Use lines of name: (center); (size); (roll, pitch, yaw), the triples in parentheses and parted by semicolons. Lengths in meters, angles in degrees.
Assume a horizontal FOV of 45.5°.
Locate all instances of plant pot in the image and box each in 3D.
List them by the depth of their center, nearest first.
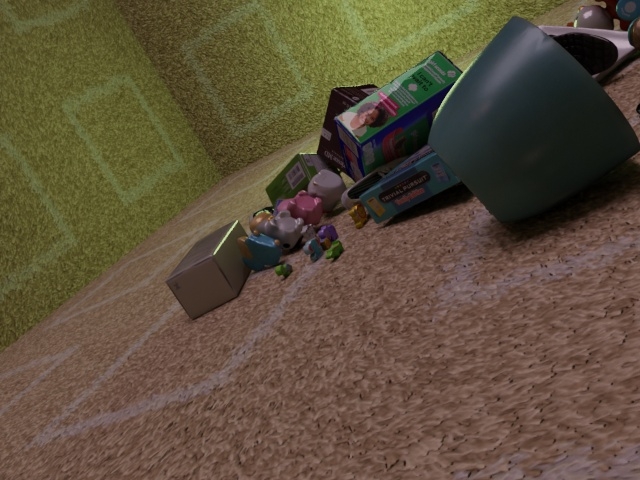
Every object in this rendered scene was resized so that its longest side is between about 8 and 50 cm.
plant pot: (0.318, -0.171, 1.232); (0.235, 0.293, 0.293); (-42, 11, 11)

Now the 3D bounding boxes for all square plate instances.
square plate: (0.592, -0.446, 1.933); (0.347, 0.049, 0.344); (-37, 37, -25)

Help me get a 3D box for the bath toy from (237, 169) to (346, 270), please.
bath toy: (-0.067, -0.058, 2.011); (0.151, 0.129, 0.348); (30, 51, 23)

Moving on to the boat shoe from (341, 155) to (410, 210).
boat shoe: (0.157, -0.138, 1.840); (0.226, 0.083, 0.076); (-33, -6, -8)

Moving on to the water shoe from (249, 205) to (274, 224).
water shoe: (-0.164, -0.071, 2.361); (0.080, 0.073, 0.203); (-25, 15, 15)

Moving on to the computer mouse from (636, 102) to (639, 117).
computer mouse: (0.666, -0.277, 1.355); (0.193, 0.042, 0.106); (-32, 12, -7)

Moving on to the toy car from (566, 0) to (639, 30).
toy car: (0.797, -0.657, 2.192); (0.238, 0.210, 0.219); (-37, -3, 31)

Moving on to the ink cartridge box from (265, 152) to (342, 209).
ink cartridge box: (-0.003, -0.170, 2.248); (0.255, 0.097, 0.189); (-7, -25, -42)

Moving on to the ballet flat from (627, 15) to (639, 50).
ballet flat: (0.879, -0.558, 1.833); (0.342, 0.116, 0.124); (-38, 35, -27)

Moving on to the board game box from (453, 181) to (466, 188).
board game box: (0.389, -0.159, 1.563); (0.136, 0.030, 0.260); (-33, 13, -22)

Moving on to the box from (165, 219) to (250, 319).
box: (-0.272, 0.068, 1.967); (0.148, 0.121, 0.311); (-27, 13, 15)

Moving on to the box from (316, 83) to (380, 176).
box: (0.120, -0.304, 2.110); (0.167, 0.203, 0.168); (-15, 42, -40)

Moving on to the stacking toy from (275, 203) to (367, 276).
stacking toy: (0.000, 0.000, 1.776); (0.167, 0.052, 0.221); (-22, 16, 34)

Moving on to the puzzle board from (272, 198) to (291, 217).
puzzle board: (-0.111, -0.056, 2.142); (0.096, 0.011, 0.128); (3, 73, 56)

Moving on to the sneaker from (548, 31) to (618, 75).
sneaker: (0.575, -0.462, 1.830); (0.283, 0.107, 0.124); (7, 36, 35)

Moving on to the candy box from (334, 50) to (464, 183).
candy box: (0.209, -0.284, 1.918); (0.317, 0.122, 0.268); (-36, -26, -8)

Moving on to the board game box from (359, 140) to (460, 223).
board game box: (0.274, -0.185, 1.707); (0.254, 0.079, 0.336); (-28, 8, 47)
